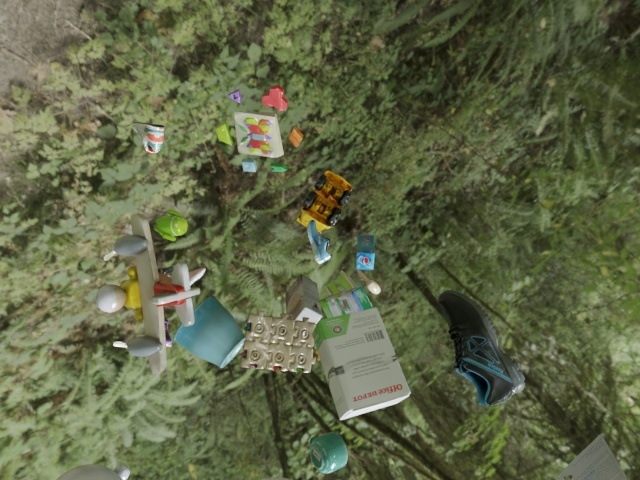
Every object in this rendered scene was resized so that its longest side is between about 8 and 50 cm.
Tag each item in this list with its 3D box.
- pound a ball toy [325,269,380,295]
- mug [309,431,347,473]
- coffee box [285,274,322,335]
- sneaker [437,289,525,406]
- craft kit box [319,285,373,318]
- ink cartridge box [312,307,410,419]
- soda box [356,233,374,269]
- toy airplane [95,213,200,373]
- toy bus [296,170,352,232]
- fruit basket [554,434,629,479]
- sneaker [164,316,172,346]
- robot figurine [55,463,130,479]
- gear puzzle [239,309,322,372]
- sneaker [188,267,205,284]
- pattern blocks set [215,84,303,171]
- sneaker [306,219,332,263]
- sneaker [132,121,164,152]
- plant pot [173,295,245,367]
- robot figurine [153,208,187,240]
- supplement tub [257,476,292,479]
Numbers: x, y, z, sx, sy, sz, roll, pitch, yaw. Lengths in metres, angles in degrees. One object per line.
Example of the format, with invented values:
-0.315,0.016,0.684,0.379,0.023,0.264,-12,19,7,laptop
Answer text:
0.166,0.245,2.166,0.208,0.319,0.136,-44,111,2,pound a ball toy
0.015,0.789,1.688,0.097,0.130,0.157,-4,156,-38,mug
-0.079,0.288,2.039,0.098,0.247,0.141,30,111,-22,coffee box
0.429,0.299,1.294,0.139,0.341,0.125,-26,162,-20,sneaker
0.129,0.318,1.791,0.060,0.250,0.246,-27,-179,-39,craft kit box
0.114,0.359,1.346,0.198,0.273,0.115,-9,150,-19,ink cartridge box
0.175,0.041,1.772,0.210,0.067,0.071,-71,162,-69,soda box
-0.550,0.172,1.428,0.272,0.386,0.385,-7,139,-32,toy airplane
0.005,-0.134,1.817,0.220,0.149,0.211,-60,-175,-25,toy bus
0.641,0.694,1.044,0.353,0.165,0.327,-76,-172,-63,fruit basket
-0.757,0.420,2.163,0.095,0.236,0.105,29,89,-38,sneaker
-0.617,0.693,1.144,0.353,0.200,0.300,-43,179,31,robot figurine
-0.091,0.325,1.439,0.338,0.176,0.044,14,165,-29,gear puzzle
-0.551,0.145,1.919,0.134,0.070,0.051,-46,169,-32,sneaker
-0.201,-0.344,1.481,0.285,0.026,0.325,-1,140,16,pattern blocks set
0.000,0.000,1.650,0.073,0.162,0.063,-19,171,9,sneaker
-0.459,-0.272,1.210,0.057,0.161,0.076,-2,104,-39,sneaker
-0.493,0.444,2.125,0.272,0.255,0.272,-50,172,-10,plant pot
-0.487,-0.048,1.501,0.115,0.101,0.067,-1,158,20,robot figurine
-0.136,0.904,1.331,0.235,0.325,0.235,-7,-175,1,supplement tub
